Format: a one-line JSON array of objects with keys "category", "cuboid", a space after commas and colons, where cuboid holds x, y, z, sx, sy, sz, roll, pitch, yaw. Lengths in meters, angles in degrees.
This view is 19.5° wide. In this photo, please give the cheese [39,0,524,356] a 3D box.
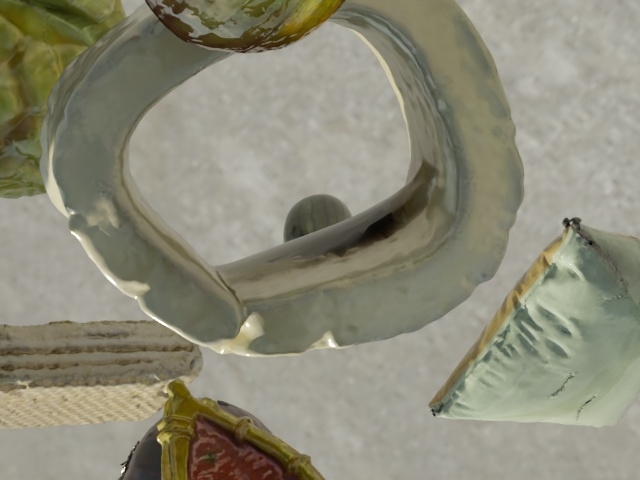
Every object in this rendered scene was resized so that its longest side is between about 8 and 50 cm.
[{"category": "cheese", "cuboid": [-0.032, -0.060, 1.373, 0.153, 0.332, 0.292, -136, 25, -76]}]

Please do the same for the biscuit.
[{"category": "biscuit", "cuboid": [-0.324, 0.131, 1.822, 0.144, 0.426, 0.078, -40, 58, 49]}]

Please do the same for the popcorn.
[{"category": "popcorn", "cuboid": [-0.317, -0.170, 1.731, 0.282, 0.247, 0.282, 1, 101, 5]}]

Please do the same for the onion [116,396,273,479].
[{"category": "onion", "cuboid": [-0.163, 0.337, 2.363, 0.281, 0.281, 0.221, 24, 163, 23]}]

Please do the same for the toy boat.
[{"category": "toy boat", "cuboid": [-0.034, 0.228, 1.415, 0.318, 0.141, 0.099, 46, 144, 43]}]

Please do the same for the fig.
[{"category": "fig", "cuboid": [-0.032, -0.204, 1.126, 0.143, 0.160, 0.231, 26, 162, -5]}]

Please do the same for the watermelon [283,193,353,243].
[{"category": "watermelon", "cuboid": [0.000, 0.000, 1.900, 0.078, 0.111, 0.078, 1, 128, 2]}]

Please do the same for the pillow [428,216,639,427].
[{"category": "pillow", "cuboid": [0.307, 0.101, 2.119, 0.310, 0.312, 0.119, -59, 44, 28]}]
